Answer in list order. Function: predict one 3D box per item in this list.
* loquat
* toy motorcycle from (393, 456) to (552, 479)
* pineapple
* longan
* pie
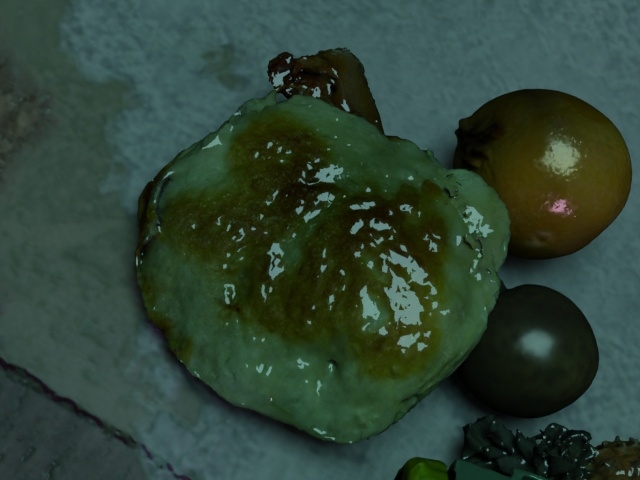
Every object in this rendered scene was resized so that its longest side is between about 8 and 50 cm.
[{"bbox_3d":[0.170,-0.052,1.313,0.141,0.141,0.141,7,64,-14],"label":"loquat"},{"bbox_3d":[0.096,0.318,1.091,0.191,0.200,0.326,21,50,-6],"label":"toy motorcycle"},{"bbox_3d":[0.193,0.178,1.233,0.197,0.108,0.108,23,61,5],"label":"pineapple"},{"bbox_3d":[0.148,0.077,1.265,0.106,0.106,0.119,-21,59,-24],"label":"longan"},{"bbox_3d":[-0.005,0.008,1.245,0.257,0.105,0.274,-39,70,-14],"label":"pie"}]
